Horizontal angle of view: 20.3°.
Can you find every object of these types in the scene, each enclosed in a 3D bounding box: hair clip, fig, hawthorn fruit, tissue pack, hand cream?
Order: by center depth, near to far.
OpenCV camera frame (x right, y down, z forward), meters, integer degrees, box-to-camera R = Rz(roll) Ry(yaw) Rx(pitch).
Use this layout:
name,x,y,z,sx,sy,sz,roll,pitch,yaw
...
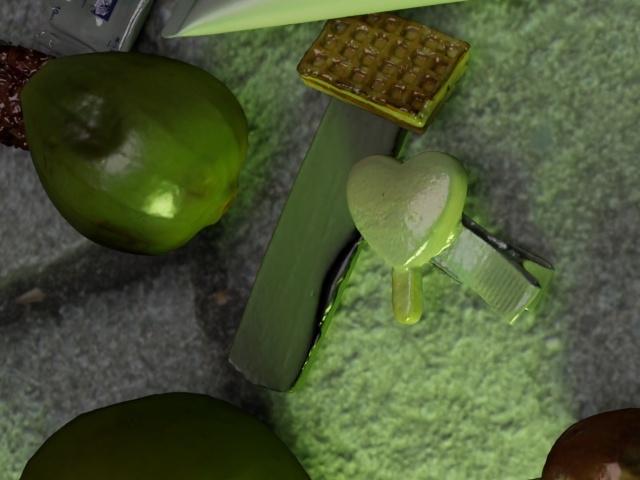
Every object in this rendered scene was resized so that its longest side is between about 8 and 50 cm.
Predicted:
name,x,y,z,sx,sy,sz,roll,pitch,yaw
hawthorn fruit,0.266,0.216,1.624,0.189,0.149,0.149,32,105,58
fig,-0.149,0.297,1.692,0.343,0.343,0.343,0,89,25
hair clip,0.110,0.004,1.704,0.218,0.071,0.159,37,102,14
hand cream,0.028,-0.270,1.727,0.358,0.185,0.118,-7,131,24
fig,-0.191,-0.087,1.770,0.230,0.207,0.207,13,96,-10
tissue pack,-0.221,-0.274,1.897,0.122,0.026,0.193,30,100,22

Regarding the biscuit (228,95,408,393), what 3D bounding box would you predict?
name,x,y,z,sx,sy,sz,roll,pitch,yaw
biscuit,0.000,0.000,1.788,0.099,0.038,0.322,26,100,26

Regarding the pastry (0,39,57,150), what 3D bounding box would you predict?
name,x,y,z,sx,sy,sz,roll,pitch,yaw
pastry,-0.334,-0.159,1.911,0.208,0.097,0.115,12,88,23

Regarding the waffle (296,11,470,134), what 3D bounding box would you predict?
name,x,y,z,sx,sy,sz,roll,pitch,yaw
waffle,0.062,-0.171,1.737,0.148,0.042,0.102,24,68,23
